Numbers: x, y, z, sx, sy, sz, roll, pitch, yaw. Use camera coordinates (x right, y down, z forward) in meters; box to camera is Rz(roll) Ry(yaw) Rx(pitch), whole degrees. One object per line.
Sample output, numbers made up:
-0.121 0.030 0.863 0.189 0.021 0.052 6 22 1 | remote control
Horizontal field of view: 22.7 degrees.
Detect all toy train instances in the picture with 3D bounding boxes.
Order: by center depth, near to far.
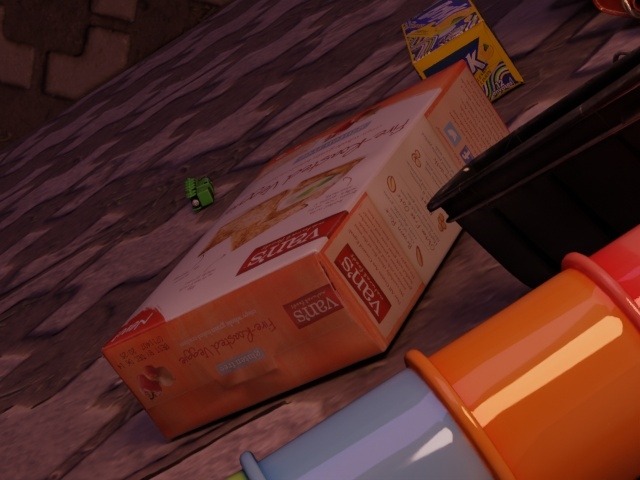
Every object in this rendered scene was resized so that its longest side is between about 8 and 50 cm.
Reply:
-0.103 -0.042 1.369 0.023 0.017 0.083 -24 14 0 | toy train

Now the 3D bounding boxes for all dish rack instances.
0.188 -0.089 0.660 0.271 0.074 0.208 -41 3 -24 | dish rack

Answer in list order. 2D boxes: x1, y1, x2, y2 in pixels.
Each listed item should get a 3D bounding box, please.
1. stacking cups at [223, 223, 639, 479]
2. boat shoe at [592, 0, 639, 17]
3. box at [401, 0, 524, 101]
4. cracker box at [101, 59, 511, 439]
0.023 0.088 0.512 0.316 0.096 0.096 -32 13 -8 | stacking cups
0.209 -0.156 0.981 0.043 0.049 0.137 -42 20 -22 | boat shoe
0.098 -0.135 1.142 0.059 0.054 0.169 -32 13 9 | box
0.000 0.000 0.883 0.155 0.067 0.232 -25 17 34 | cracker box
